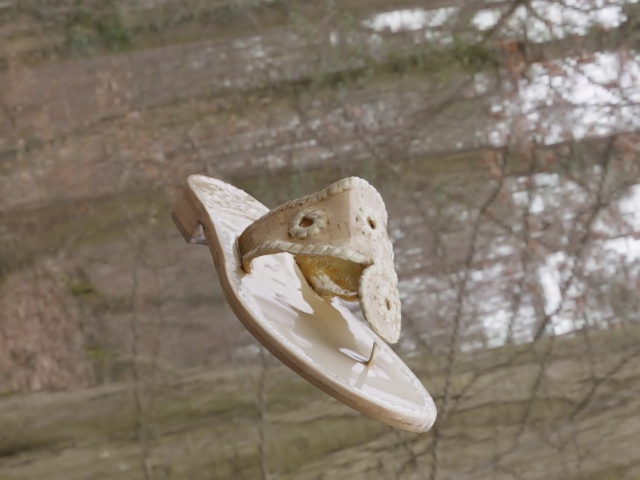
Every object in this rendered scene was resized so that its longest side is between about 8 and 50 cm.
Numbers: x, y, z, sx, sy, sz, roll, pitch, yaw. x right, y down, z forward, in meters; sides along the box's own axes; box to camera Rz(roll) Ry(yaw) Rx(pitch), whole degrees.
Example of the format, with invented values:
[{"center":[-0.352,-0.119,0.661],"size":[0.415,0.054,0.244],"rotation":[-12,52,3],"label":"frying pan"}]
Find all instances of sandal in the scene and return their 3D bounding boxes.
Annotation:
[{"center":[-0.005,-0.002,0.665],"size":[0.240,0.088,0.079],"rotation":[43,-69,53],"label":"sandal"}]
